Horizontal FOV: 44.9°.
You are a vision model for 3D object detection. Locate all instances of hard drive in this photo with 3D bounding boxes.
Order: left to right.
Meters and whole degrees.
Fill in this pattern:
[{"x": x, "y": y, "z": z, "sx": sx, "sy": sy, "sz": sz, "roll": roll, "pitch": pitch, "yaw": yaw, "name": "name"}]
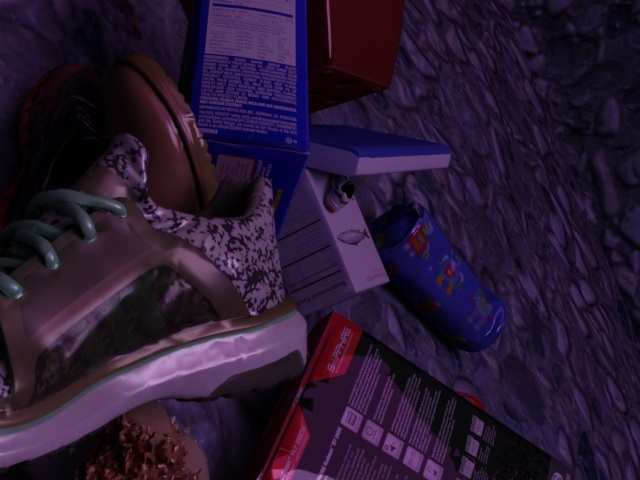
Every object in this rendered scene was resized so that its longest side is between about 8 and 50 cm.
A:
[{"x": 0.040, "y": -0.140, "z": 1.159, "sx": 0.318, "sy": 0.210, "sz": 0.040, "roll": -13, "pitch": 115, "yaw": -59, "name": "hard drive"}]

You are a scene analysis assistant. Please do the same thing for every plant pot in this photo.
[{"x": -0.029, "y": -0.329, "z": 1.155, "sx": 0.267, "sy": 0.267, "sz": 0.236, "roll": 1, "pitch": 81, "yaw": -57, "name": "plant pot"}]

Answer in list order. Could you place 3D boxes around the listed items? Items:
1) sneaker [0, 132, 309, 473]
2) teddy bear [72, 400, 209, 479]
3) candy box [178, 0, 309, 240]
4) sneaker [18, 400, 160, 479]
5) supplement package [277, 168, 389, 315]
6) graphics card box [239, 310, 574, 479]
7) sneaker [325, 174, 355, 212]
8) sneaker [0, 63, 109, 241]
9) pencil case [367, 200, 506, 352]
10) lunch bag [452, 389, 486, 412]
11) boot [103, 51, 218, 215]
[{"x": -0.164, "y": 0.021, "z": 0.499, "sx": 0.410, "sy": 0.158, "sz": 0.182, "roll": -5, "pitch": 97, "yaw": -55, "name": "sneaker"}, {"x": -0.169, "y": 0.271, "z": 0.567, "sx": 0.245, "sy": 0.113, "sz": 0.338, "roll": 60, "pitch": 36, "yaw": -68, "name": "teddy bear"}, {"x": -0.098, "y": -0.140, "z": 0.858, "sx": 0.122, "sy": 0.268, "sz": 0.317, "roll": 8, "pitch": 54, "yaw": -12, "name": "candy box"}, {"x": -0.188, "y": 0.113, "z": 0.710, "sx": 0.091, "sy": 0.094, "sz": 0.258, "roll": 54, "pitch": 32, "yaw": -24, "name": "sneaker"}, {"x": 0.000, "y": 0.000, "z": 1.071, "sx": 0.105, "sy": 0.105, "sz": 0.179, "roll": -12, "pitch": 78, "yaw": -59, "name": "supplement package"}, {"x": 0.107, "y": 0.278, "z": 0.883, "sx": 0.370, "sy": 0.094, "sz": 0.233, "roll": 33, "pitch": 51, "yaw": -9, "name": "graphics card box"}, {"x": 0.034, "y": -0.070, "z": 1.034, "sx": 0.032, "sy": 0.037, "sz": 0.083, "roll": 45, "pitch": 33, "yaw": -23, "name": "sneaker"}, {"x": -0.235, "y": -0.082, "z": 0.749, "sx": 0.097, "sy": 0.135, "sz": 0.276, "roll": 34, "pitch": 40, "yaw": -37, "name": "sneaker"}, {"x": 0.196, "y": 0.059, "z": 1.307, "sx": 0.306, "sy": 0.119, "sz": 0.133, "roll": 45, "pitch": 58, "yaw": -30, "name": "pencil case"}, {"x": 0.181, "y": 0.358, "z": 1.076, "sx": 0.258, "sy": 0.120, "sz": 0.293, "roll": 26, "pitch": 49, "yaw": -51, "name": "lunch bag"}, {"x": -0.203, "y": 0.008, "z": 0.602, "sx": 0.269, "sy": 0.089, "sz": 0.236, "roll": -32, "pitch": 114, "yaw": -31, "name": "boot"}]
